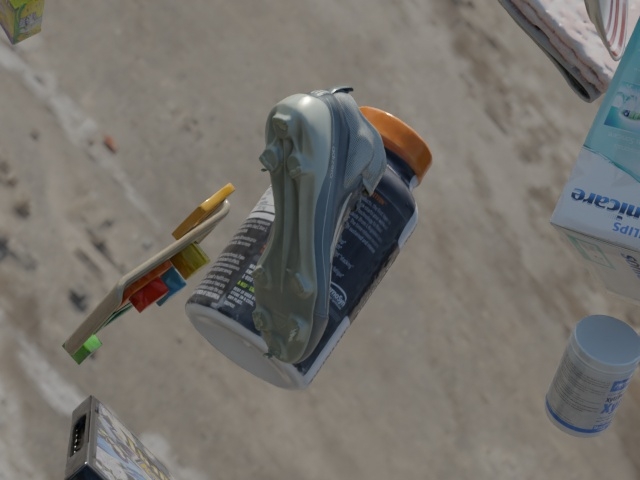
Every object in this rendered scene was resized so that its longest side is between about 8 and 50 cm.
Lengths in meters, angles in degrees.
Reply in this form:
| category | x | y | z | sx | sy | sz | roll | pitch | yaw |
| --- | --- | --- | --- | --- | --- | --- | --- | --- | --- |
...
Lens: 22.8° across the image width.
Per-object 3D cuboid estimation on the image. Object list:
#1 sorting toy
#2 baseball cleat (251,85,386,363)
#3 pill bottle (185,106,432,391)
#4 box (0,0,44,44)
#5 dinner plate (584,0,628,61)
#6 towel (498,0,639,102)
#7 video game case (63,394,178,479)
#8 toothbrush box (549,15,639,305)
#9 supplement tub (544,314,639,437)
| category | x | y | z | sx | sy | sz | roll | pitch | yaw |
| --- | --- | --- | --- | --- | --- | --- | --- | --- | --- |
| sorting toy | -0.188 | 0.049 | 1.798 | 0.047 | 0.348 | 0.196 | 48 | 54 | 0 |
| baseball cleat | 0.005 | -0.011 | 1.157 | 0.109 | 0.205 | 0.072 | -20 | 35 | -41 |
| pill bottle | 0.000 | 0.000 | 1.395 | 0.130 | 0.245 | 0.130 | 32 | -17 | 11 |
| box | -0.343 | -0.285 | 1.733 | 0.105 | 0.043 | 0.179 | 59 | -16 | 1 |
| dinner plate | 0.172 | -0.180 | 0.972 | 0.141 | 0.017 | 0.141 | -4 | 90 | -71 |
| towel | 0.298 | -0.339 | 1.846 | 0.332 | 0.053 | 0.317 | 49 | 50 | 7 |
| video game case | -0.140 | 0.284 | 1.538 | 0.275 | 0.035 | 0.248 | 48 | 1 | -11 |
| toothbrush box | 0.360 | -0.092 | 1.543 | 0.126 | 0.295 | 0.216 | 18 | -10 | 30 |
| supplement tub | 0.261 | 0.132 | 1.528 | 0.071 | 0.107 | 0.071 | 8 | 42 | -7 |
